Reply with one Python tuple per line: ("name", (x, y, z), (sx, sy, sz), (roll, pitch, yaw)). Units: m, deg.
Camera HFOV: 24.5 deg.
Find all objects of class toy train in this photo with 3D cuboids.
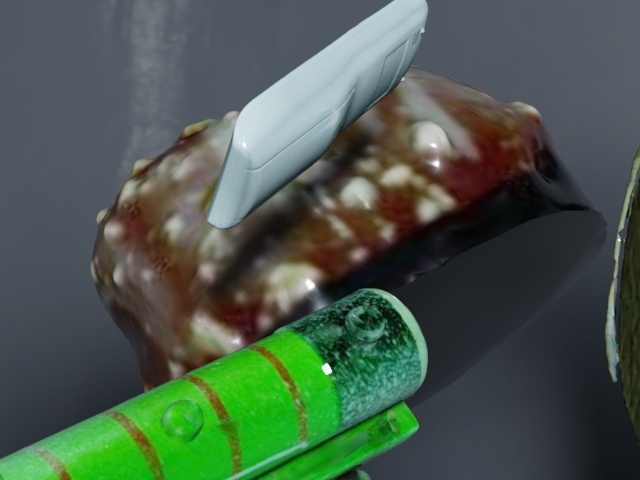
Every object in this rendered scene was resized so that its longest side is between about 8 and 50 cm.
("toy train", (-0.066, 0.087, 0.496), (0.085, 0.251, 0.119), (53, 144, 19))

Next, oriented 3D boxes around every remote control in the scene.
("remote control", (0.002, -0.064, 0.708), (0.029, 0.162, 0.061), (38, 138, 13))

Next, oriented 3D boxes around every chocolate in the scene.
("chocolate", (0.000, 0.000, 0.983), (0.210, 0.340, 0.225), (53, 162, 26))

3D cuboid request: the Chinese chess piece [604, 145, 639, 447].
("Chinese chess piece", (0.185, 0.012, 0.613), (0.188, 0.083, 0.188), (-172, 90, -85))
